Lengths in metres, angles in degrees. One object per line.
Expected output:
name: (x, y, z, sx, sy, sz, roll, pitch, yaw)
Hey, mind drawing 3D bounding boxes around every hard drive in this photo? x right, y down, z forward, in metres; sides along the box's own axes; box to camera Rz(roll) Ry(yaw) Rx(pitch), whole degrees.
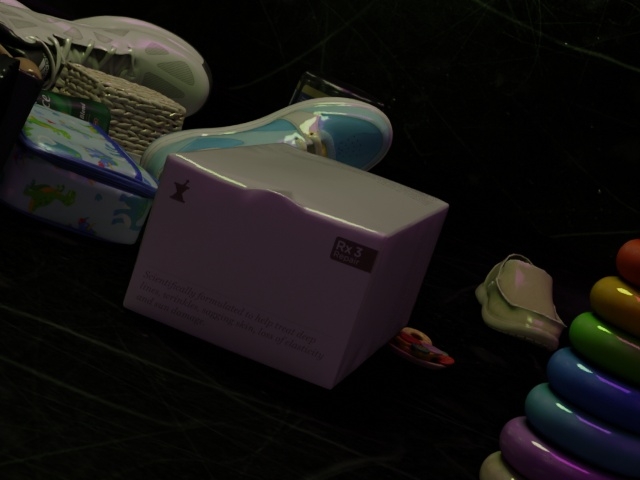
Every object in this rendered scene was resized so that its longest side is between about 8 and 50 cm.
hard drive: (-0.341, -0.117, 1.405, 0.094, 0.135, 0.022, 26, 0, -20)

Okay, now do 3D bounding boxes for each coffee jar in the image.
coffee jar: (-0.340, -0.137, 1.666, 0.184, 0.096, 0.079, 16, -9, -36)

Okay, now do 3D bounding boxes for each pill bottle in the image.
pill bottle: (-0.010, -0.110, 1.953, 0.123, 0.219, 0.123, 23, 10, -4)

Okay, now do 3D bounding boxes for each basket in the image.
basket: (-0.280, -0.165, 1.954, 0.167, 0.103, 0.113, 14, 13, -43)

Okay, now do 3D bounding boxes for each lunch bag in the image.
lunch bag: (-0.274, -0.078, 1.538, 0.176, 0.090, 0.219, 22, 10, -30)

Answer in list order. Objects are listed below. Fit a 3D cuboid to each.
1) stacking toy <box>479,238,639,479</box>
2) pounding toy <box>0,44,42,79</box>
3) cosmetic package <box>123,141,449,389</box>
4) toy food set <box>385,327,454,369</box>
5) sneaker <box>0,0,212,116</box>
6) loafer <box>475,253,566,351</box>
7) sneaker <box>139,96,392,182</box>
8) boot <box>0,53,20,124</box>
stacking toy: (0.256, 0.085, 1.172, 0.141, 0.330, 0.141, 23, 10, -4)
pounding toy: (-0.423, -0.194, 1.462, 0.269, 0.155, 0.154, 8, 8, -19)
cosmetic package: (-0.017, 0.009, 1.426, 0.217, 0.156, 0.385, 21, 11, 13)
toy food set: (0.106, 0.118, 1.578, 0.082, 0.020, 0.083, 31, 11, 38)
sneaker: (-0.369, -0.235, 2.082, 0.447, 0.169, 0.257, 13, 20, -14)
loafer: (0.278, 0.078, 2.006, 0.102, 0.092, 0.268, 22, 10, -12)
sneaker: (-0.051, -0.073, 1.720, 0.319, 0.127, 0.208, -15, 23, -6)
boot: (-0.404, -0.129, 1.287, 0.207, 0.094, 0.246, 25, 39, -2)
